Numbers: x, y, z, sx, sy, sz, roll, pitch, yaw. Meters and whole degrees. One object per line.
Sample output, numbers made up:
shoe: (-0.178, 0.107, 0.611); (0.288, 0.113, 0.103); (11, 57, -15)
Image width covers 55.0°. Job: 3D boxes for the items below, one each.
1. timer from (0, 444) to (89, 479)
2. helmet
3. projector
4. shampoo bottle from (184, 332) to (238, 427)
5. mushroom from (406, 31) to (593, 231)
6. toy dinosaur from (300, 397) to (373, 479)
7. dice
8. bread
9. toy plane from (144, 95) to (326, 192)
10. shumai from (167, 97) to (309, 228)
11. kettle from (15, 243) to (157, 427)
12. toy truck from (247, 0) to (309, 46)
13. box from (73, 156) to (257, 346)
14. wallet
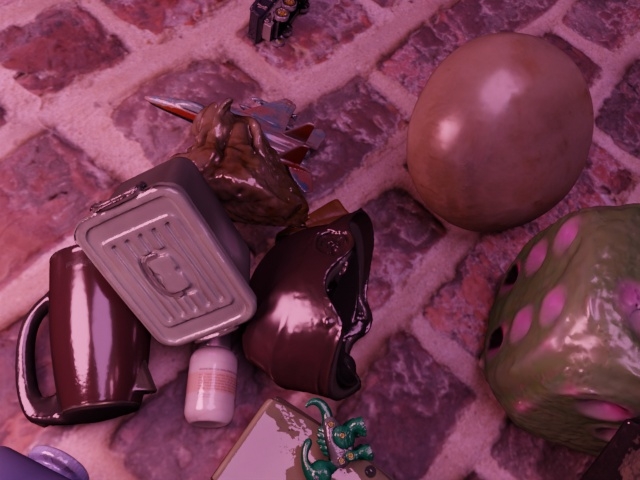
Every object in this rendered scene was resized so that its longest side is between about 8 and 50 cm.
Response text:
timer: (-0.353, 0.383, 0.602); (0.173, 0.395, 0.395); (27, 60, -1)
helmet: (-0.019, 0.092, 0.944); (0.177, 0.225, 0.306); (-1, 49, 15)
projector: (-0.017, 0.372, 0.860); (0.269, 0.088, 0.194); (36, 60, 4)
shampoo bottle: (-0.161, 0.179, 0.925); (0.073, 0.074, 0.192); (6, 61, -13)
mushroom: (0.311, -0.198, 1.134); (0.362, 0.363, 0.294); (-10, 27, -21)
toy dinosaur: (0.015, 0.279, 0.841); (0.096, 0.059, 0.132); (-15, 75, -18)
dice: (0.469, 0.154, 0.979); (0.330, 0.322, 0.318); (23, 60, -5)
bread: (-0.004, 0.002, 1.060); (0.139, 0.074, 0.084); (-31, 72, -28)
toy plane: (-0.154, -0.192, 1.103); (0.326, 0.104, 0.223); (15, 60, -4)
shumai: (-0.130, -0.125, 0.948); (0.218, 0.184, 0.186); (10, 97, 28)
kettle: (-0.332, 0.138, 0.865); (0.201, 0.144, 0.232); (-8, 68, -1)
toy truck: (-0.086, -0.493, 1.285); (0.092, 0.083, 0.192); (26, 60, 4)
box: (-0.196, 0.009, 0.842); (0.163, 0.243, 0.135); (-23, 30, 14)
wallet: (0.423, 0.399, 0.870); (0.170, 0.321, 0.044); (23, 22, -4)
